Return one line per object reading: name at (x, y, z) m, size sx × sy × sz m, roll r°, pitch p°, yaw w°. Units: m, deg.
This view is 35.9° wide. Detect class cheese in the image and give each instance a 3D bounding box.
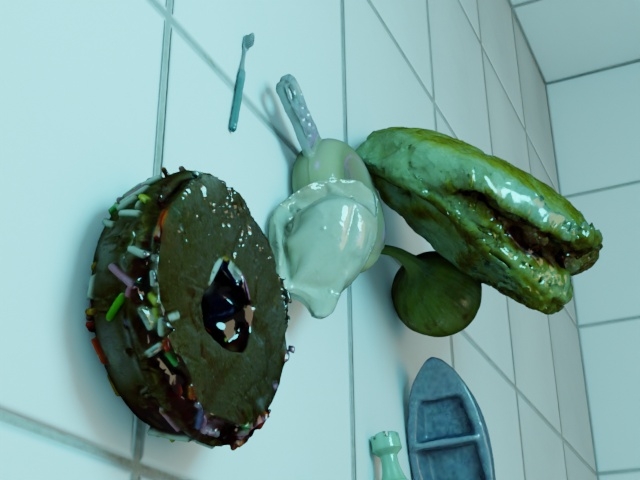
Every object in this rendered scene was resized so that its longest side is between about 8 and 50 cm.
cheese at (0.004, -0.091, 1.339) m, size 0.286 × 0.082 × 0.163 m, roll 63°, pitch 25°, yaw -27°

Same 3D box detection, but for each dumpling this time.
dumpling at (0.000, 0.000, 1.232) m, size 0.136 × 0.118 × 0.199 m, roll 26°, pitch 58°, yaw -13°

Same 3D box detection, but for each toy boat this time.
toy boat at (0.204, 0.323, 1.540) m, size 0.078 × 0.127 × 0.282 m, roll 21°, pitch 57°, yaw -65°

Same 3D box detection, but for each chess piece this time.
chess piece at (0.100, 0.321, 1.381) m, size 0.067 × 0.067 × 0.103 m, roll 41°, pitch 34°, yaw -56°

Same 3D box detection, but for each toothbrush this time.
toothbrush at (-0.097, -0.199, 1.227) m, size 0.011 × 0.014 × 0.167 m, roll 36°, pitch 44°, yaw -35°

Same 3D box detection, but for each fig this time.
fig at (0.148, 0.056, 1.561) m, size 0.245 × 0.149 × 0.149 m, roll 40°, pitch 40°, yaw -34°

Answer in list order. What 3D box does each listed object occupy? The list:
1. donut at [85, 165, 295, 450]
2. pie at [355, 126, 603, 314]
donut at (-0.119, 0.065, 0.923) m, size 0.270 × 0.103 × 0.269 m, roll 40°, pitch 43°, yaw -53°
pie at (0.222, -0.055, 1.510) m, size 0.180 × 0.418 × 0.395 m, roll -58°, pitch 166°, yaw 8°
